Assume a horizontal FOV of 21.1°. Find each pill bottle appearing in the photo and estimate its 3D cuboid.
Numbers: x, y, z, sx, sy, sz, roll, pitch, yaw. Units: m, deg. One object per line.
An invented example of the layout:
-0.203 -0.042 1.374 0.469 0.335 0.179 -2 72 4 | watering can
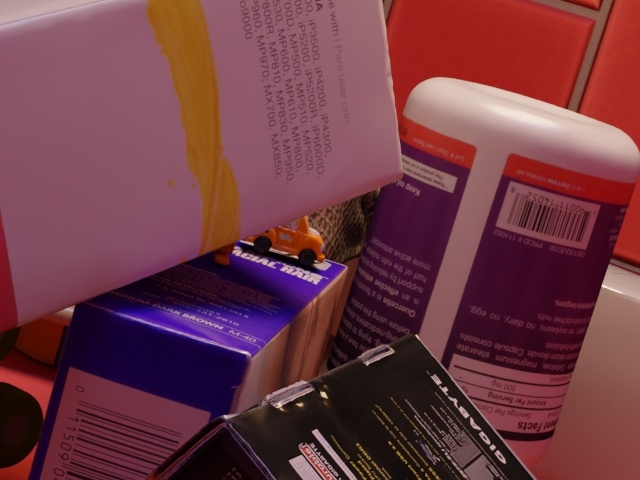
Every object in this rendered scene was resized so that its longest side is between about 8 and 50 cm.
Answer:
0.111 0.050 1.296 0.181 0.323 0.181 17 10 -3 | pill bottle

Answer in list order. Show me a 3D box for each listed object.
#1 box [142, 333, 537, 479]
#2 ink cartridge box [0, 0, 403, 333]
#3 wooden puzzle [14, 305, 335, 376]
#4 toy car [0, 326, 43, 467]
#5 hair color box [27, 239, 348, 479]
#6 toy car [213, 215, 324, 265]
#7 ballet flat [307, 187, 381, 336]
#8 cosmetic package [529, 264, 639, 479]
0.080 0.196 0.721 0.322 0.079 0.257 50 19 8 | box
-0.180 -0.069 0.985 0.384 0.160 0.279 -22 20 -41 | ink cartridge box
-0.145 0.070 1.514 0.347 0.080 0.322 21 10 -3 | wooden puzzle
-0.298 0.095 1.065 0.155 0.149 0.188 19 37 40 | toy car
-0.078 0.108 1.067 0.110 0.185 0.339 18 10 5 | hair color box
-0.028 -0.005 1.112 0.060 0.041 0.122 18 9 7 | toy car
0.000 0.000 1.451 0.164 0.182 0.483 7 1 16 | ballet flat
0.250 0.129 1.478 0.365 0.197 0.155 23 11 26 | cosmetic package
